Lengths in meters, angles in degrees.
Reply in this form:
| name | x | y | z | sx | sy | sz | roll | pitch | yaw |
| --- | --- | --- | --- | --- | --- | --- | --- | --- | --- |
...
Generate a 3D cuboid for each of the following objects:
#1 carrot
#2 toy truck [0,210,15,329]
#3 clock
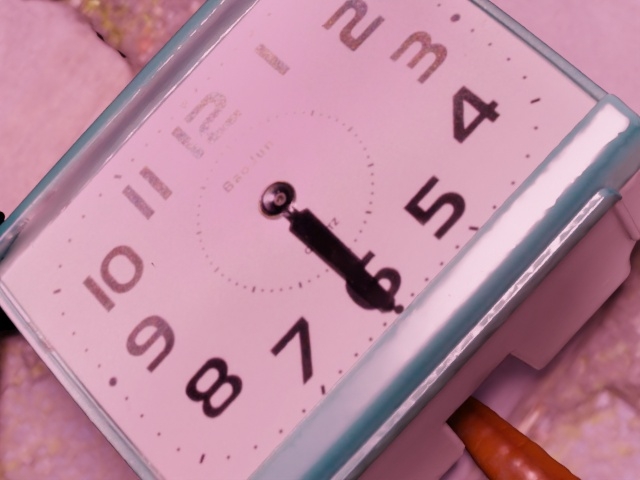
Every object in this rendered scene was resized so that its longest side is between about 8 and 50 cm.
| name | x | y | z | sx | sy | sz | roll | pitch | yaw |
| --- | --- | --- | --- | --- | --- | --- | --- | --- | --- |
| carrot | 0.122 | 0.136 | 0.713 | 0.048 | 0.048 | 0.216 | -44 | 66 | 2 |
| toy truck | -0.228 | 0.101 | 0.770 | 0.127 | 0.127 | 0.257 | 1 | 74 | 17 |
| clock | 0.000 | 0.000 | 0.735 | 0.262 | 0.116 | 0.231 | -47 | 58 | 0 |
